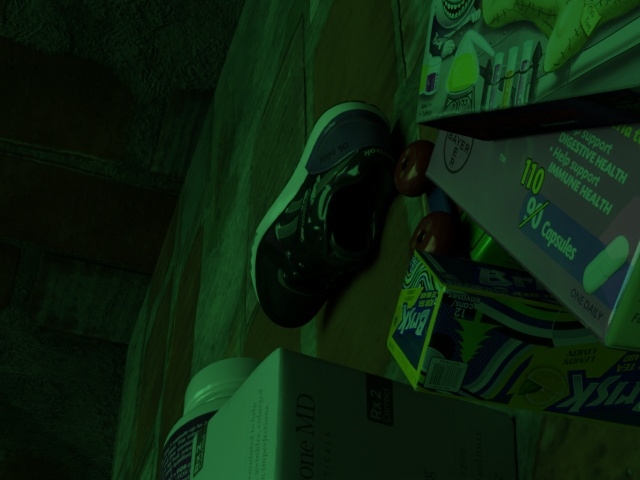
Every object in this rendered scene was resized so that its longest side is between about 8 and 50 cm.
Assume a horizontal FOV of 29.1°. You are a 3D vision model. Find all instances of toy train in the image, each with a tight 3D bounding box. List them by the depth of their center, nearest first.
[{"bbox_3d":[0.128,-0.075,0.855,0.143,0.105,0.248,-57,22,31],"label":"toy train"}]

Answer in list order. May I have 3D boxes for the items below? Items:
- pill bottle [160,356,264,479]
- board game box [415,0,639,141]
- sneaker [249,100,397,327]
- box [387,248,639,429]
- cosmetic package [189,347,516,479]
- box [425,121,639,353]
[{"bbox_3d":[-0.077,0.262,1.225,0.301,0.169,0.169,-95,22,-51],"label":"pill bottle"},{"bbox_3d":[0.141,-0.152,0.456,0.347,0.056,0.208,-179,102,-69],"label":"board game box"},{"bbox_3d":[0.000,0.000,1.299,0.124,0.107,0.283,-106,30,-52],"label":"sneaker"},{"bbox_3d":[0.122,0.052,0.592,0.059,0.169,0.054,-122,45,-71],"label":"box"},{"bbox_3d":[0.018,0.190,0.826,0.151,0.184,0.151,-49,31,45],"label":"cosmetic package"},{"bbox_3d":[0.170,-0.095,0.580,0.213,0.117,0.243,-125,49,-61],"label":"box"}]
